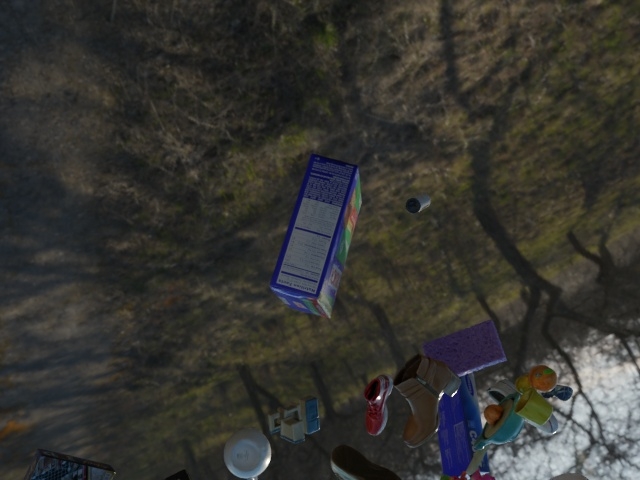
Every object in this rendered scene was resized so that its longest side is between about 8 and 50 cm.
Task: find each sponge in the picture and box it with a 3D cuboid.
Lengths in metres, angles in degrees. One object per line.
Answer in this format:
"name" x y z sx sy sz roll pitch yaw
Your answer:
"sponge" 0.394 0.308 1.829 0.210 0.117 0.031 -24 149 17

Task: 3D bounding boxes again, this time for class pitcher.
"pitcher" -0.192 0.600 1.798 0.125 0.178 0.207 -9 168 -5

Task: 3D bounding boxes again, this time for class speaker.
"speaker" 0.329 -0.127 2.233 0.055 0.055 0.136 -34 177 25

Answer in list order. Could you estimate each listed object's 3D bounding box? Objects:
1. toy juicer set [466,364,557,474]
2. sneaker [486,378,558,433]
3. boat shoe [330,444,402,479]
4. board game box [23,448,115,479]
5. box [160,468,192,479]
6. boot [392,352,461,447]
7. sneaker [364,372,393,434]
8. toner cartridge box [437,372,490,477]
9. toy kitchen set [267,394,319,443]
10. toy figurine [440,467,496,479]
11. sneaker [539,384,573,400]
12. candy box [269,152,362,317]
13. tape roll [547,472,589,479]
"toy juicer set" 0.446 0.407 1.602 0.209 0.089 0.329 -50 172 -46
"sneaker" 0.649 0.550 2.151 0.091 0.258 0.094 -21 119 -25
"boat shoe" 0.158 0.756 2.051 0.109 0.302 0.098 -43 154 -37
"board game box" -0.553 0.569 1.369 0.165 0.243 0.042 27 171 -31
"box" -0.324 0.605 1.261 0.257 0.079 0.322 -23 -155 -20
"boot" 0.203 0.338 1.419 0.152 0.073 0.197 34 85 -38
"sneaker" 0.176 0.571 2.289 0.087 0.221 0.128 10 -178 33
"toner cartridge box" 0.476 0.633 2.276 0.075 0.348 0.165 12 146 -24
"toy kitchen set" -0.057 0.626 2.235 0.207 0.122 0.166 -10 -170 -40
"toy figurine" 0.444 0.724 1.932 0.130 0.173 0.159 17 125 -32
"sneaker" 0.749 0.475 2.123 0.135 0.058 0.052 15 102 -23
"candy box" 0.000 0.000 1.540 0.122 0.317 0.268 15 168 10
"tape roll" 0.735 0.847 2.002 0.286 0.100 0.286 -42 -174 6
